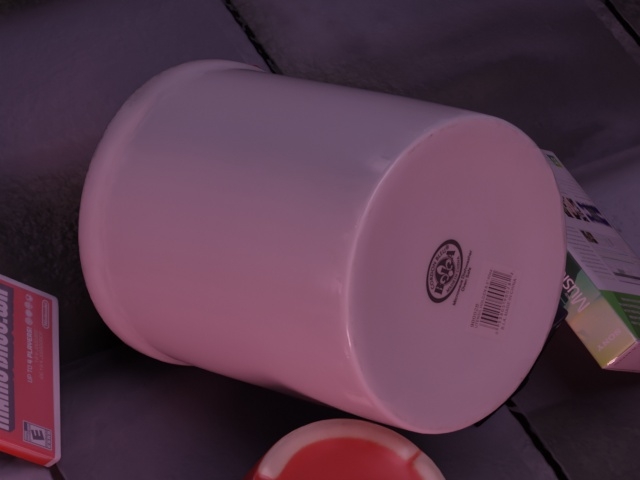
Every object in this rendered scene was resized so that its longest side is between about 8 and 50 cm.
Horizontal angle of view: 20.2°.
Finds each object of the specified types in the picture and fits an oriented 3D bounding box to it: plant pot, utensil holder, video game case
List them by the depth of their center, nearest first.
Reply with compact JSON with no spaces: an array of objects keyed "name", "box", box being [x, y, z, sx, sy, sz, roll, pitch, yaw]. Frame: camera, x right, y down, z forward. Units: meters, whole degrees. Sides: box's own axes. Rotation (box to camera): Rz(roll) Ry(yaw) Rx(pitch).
[{"name":"plant pot","box":[0.007,0.312,1.705,0.275,0.243,0.275,8,53,-10]},{"name":"utensil holder","box":[0.000,0.000,1.781,0.327,0.327,0.385,-33,30,-33]},{"name":"video game case","box":[-0.382,0.098,1.808,0.285,0.025,0.204,26,43,-37]}]

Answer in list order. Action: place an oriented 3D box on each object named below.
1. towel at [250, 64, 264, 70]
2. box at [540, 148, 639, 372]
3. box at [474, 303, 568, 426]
[{"name":"towel","box":[-0.087,-0.087,2.118,0.199,0.031,0.275,34,51,14]},{"name":"box","box":[0.291,0.014,2.050,0.322,0.058,0.232,54,22,25]},{"name":"box","box":[0.165,0.091,1.970,0.158,0.156,0.093,42,55,17]}]
